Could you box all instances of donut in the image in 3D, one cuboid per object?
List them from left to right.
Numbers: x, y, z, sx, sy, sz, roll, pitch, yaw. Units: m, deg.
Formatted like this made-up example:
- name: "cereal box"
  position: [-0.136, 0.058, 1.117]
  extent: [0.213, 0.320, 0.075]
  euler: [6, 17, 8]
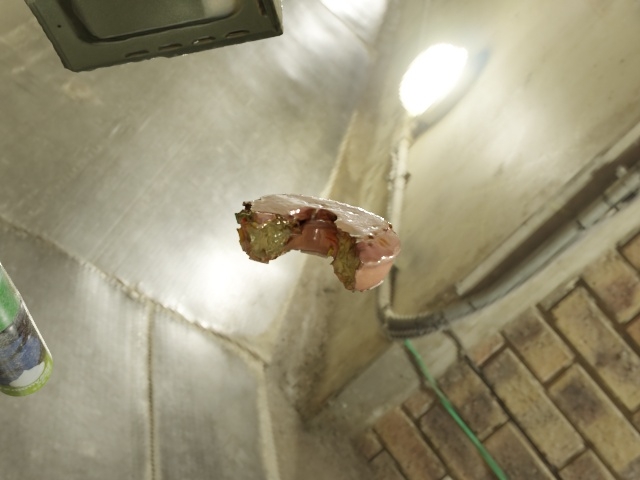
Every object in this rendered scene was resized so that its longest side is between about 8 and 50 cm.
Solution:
- name: "donut"
  position: [0.000, 0.000, 1.342]
  extent: [0.233, 0.085, 0.199]
  euler: [18, 20, 15]

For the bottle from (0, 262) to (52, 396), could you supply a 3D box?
- name: "bottle"
  position: [-0.433, 0.113, 1.256]
  extent: [0.093, 0.093, 0.330]
  euler: [53, -19, 21]

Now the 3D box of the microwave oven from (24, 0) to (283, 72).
- name: "microwave oven"
  position: [-0.198, -0.419, 0.867]
  extent: [0.432, 0.236, 0.374]
  euler: [69, 13, -53]
